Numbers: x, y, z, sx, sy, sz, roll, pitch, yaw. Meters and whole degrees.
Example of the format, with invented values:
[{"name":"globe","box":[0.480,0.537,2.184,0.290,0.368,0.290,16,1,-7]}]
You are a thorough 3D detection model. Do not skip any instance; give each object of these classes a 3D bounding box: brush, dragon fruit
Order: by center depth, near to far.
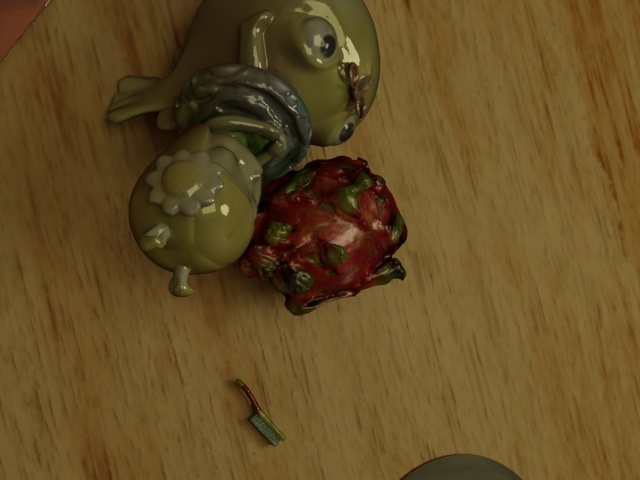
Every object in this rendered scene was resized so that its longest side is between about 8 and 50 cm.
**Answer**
[{"name":"dragon fruit","box":[0.000,0.000,1.233,0.166,0.160,0.172,38,57,26]},{"name":"brush","box":[-0.068,0.181,1.262,0.021,0.019,0.083,-38,103,-14]}]

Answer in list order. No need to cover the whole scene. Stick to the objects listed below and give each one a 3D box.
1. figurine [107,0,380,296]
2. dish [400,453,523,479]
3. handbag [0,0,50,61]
[{"name":"figurine","box":[-0.098,-0.108,1.154,0.394,0.274,0.227,-70,150,-41]},{"name":"dish","box":[0.176,0.369,1.325,0.260,0.085,0.260,3,83,-25]},{"name":"handbag","box":[-0.344,-0.218,1.102,0.212,0.059,0.157,-57,153,-20]}]
